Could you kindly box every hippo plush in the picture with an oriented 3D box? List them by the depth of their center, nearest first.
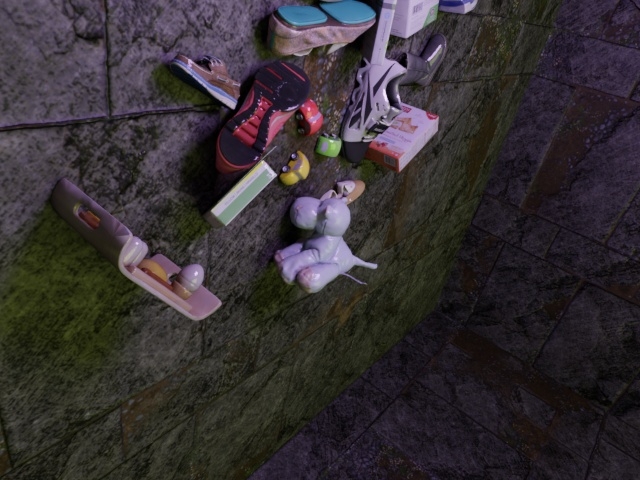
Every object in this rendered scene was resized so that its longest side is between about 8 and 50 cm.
[{"bbox_3d":[0.000,0.000,1.317,0.234,0.295,0.236,-48,145,-56],"label":"hippo plush"}]

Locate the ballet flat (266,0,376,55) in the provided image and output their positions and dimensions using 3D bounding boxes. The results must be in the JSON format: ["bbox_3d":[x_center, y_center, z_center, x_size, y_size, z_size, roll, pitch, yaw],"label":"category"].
[{"bbox_3d":[-0.002,-0.475,1.036,0.316,0.107,0.106,-25,158,-38],"label":"ballet flat"}]

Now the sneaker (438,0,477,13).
[{"bbox_3d":[0.443,-0.837,1.368,0.315,0.128,0.182,-55,149,-22],"label":"sneaker"}]

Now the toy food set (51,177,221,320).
[{"bbox_3d":[-0.325,0.019,0.846,0.092,0.220,0.306,-51,151,-14],"label":"toy food set"}]

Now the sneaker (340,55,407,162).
[{"bbox_3d":[0.158,-0.361,1.336,0.123,0.146,0.330,-29,141,-46],"label":"sneaker"}]

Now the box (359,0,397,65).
[{"bbox_3d":[0.145,-0.550,1.143,0.038,0.145,0.186,4,124,-11],"label":"box"}]

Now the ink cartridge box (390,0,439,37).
[{"bbox_3d":[0.246,-0.681,1.214,0.160,0.093,0.219,-41,147,-31],"label":"ink cartridge box"}]

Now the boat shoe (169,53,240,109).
[{"bbox_3d":[-0.214,-0.315,0.873,0.066,0.066,0.183,-66,162,3],"label":"boat shoe"}]

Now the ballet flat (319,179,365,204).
[{"bbox_3d":[0.060,-0.142,1.463,0.232,0.080,0.073,-44,138,-27],"label":"ballet flat"}]

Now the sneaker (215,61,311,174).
[{"bbox_3d":[-0.140,-0.270,1.011,0.313,0.116,0.136,-57,-165,-24],"label":"sneaker"}]

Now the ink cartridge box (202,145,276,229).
[{"bbox_3d":[-0.168,-0.108,1.003,0.056,0.235,0.171,46,72,-15],"label":"ink cartridge box"}]

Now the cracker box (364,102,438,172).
[{"bbox_3d":[0.257,-0.342,1.497,0.232,0.156,0.067,-47,149,-22],"label":"cracker box"}]

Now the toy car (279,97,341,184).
[{"bbox_3d":[-0.003,-0.262,1.266,0.225,0.053,0.238,-15,130,-52],"label":"toy car"}]

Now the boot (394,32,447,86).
[{"bbox_3d":[0.308,-0.577,1.455,0.209,0.076,0.189,-9,123,-47],"label":"boot"}]
